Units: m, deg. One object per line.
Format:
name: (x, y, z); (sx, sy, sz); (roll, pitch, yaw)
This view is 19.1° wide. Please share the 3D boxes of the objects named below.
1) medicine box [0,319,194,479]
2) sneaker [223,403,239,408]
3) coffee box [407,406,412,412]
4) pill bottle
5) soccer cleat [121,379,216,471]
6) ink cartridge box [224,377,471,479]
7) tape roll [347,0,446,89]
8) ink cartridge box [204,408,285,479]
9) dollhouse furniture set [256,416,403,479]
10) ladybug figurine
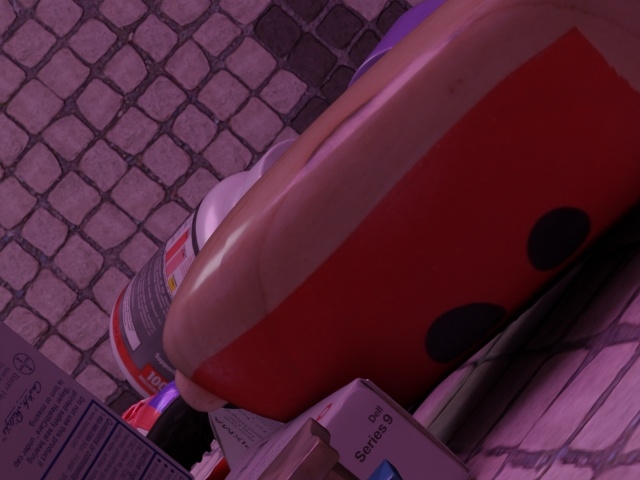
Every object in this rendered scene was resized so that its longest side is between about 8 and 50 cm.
medicine box: (-0.315, 0.238, 1.766); (0.263, 0.289, 0.149); (-42, 12, 40)
sneaker: (-0.004, 0.069, 1.670); (0.234, 0.078, 0.106); (-26, -11, -24)
coffee box: (0.046, 0.061, 1.502); (0.141, 0.098, 0.246); (-49, 4, 8)
pill bottle: (-0.086, 0.046, 2.266); (0.363, 0.210, 0.210); (-46, 5, 44)
soccer cleat: (-0.197, 0.224, 2.032); (0.108, 0.116, 0.318); (-23, -25, -35)
ink cartridge box: (-0.021, 0.186, 1.139); (0.154, 0.093, 0.212); (-52, 3, -27)
tape roll: (0.121, -0.107, 1.611); (0.189, 0.189, 0.080); (-45, 6, 47)
ink cartridge box: (-0.012, 0.090, 1.936); (0.308, 0.091, 0.385); (-51, 6, -27)
dollhouse furniture set: (0.001, 0.163, 0.847); (0.129, 0.129, 0.183); (-50, 5, 0)
ladybug figurine: (0.089, -0.029, 1.202); (0.449, 0.162, 0.305); (-43, -8, 15)
